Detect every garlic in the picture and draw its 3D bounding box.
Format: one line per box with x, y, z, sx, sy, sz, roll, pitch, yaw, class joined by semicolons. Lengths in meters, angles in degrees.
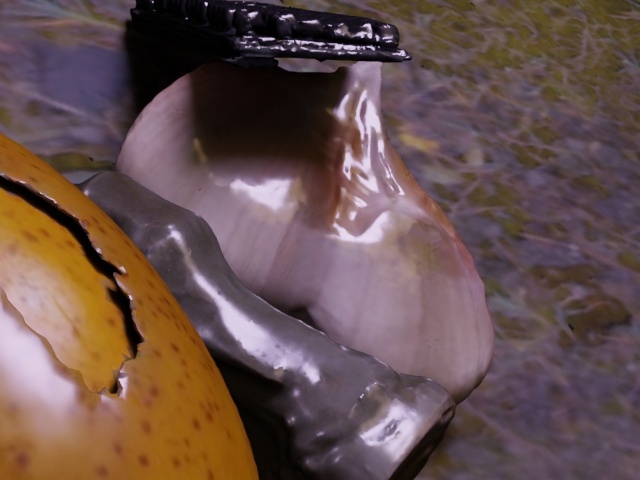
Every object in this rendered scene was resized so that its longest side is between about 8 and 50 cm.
0.000;0.000;0.780;0.174;0.099;0.124;37;40;-1;garlic

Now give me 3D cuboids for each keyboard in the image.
-0.028;-0.092;0.809;0.072;0.023;0.231;-1;10;-15;keyboard

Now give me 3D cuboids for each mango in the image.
-0.126;0.056;0.516;0.290;0.191;0.160;47;27;25;mango

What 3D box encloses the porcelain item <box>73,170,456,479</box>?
-0.056;0.026;0.706;0.216;0.081;0.069;38;53;9;porcelain item
